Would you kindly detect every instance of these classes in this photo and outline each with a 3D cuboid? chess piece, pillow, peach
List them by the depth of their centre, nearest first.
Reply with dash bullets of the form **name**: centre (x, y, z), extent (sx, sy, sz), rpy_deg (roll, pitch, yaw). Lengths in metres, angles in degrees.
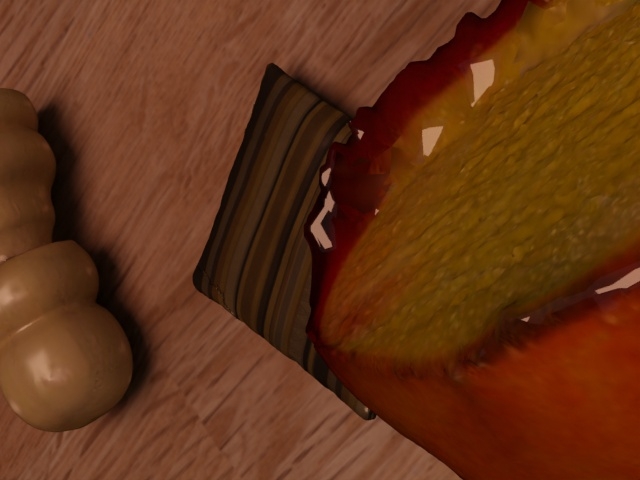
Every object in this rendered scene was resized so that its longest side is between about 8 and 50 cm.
- **peach**: centre (0.199, -0.006, 0.684), extent (0.406, 0.310, 0.335), rpy_deg (-37, 35, 35)
- **pillow**: centre (0.000, 0.000, 0.994), extent (0.212, 0.052, 0.208), rpy_deg (36, 116, 31)
- **chess piece**: centre (-0.269, 0.028, 1.147), extent (0.167, 0.167, 0.299), rpy_deg (-36, 80, 33)
